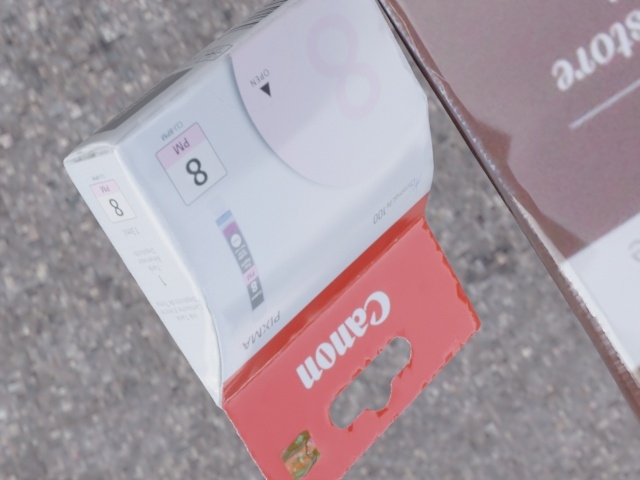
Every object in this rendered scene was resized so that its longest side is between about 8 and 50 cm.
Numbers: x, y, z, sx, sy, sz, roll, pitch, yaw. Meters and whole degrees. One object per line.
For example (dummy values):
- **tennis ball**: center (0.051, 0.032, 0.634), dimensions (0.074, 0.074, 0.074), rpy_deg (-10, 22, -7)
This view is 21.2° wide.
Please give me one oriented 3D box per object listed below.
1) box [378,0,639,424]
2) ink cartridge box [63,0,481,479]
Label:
- **box**: center (0.146, -0.062, 0.467), dimensions (0.191, 0.143, 0.381), rpy_deg (-34, 178, 10)
- **ink cartridge box**: center (0.000, 0.000, 0.892), dimensions (0.189, 0.066, 0.232), rpy_deg (-43, 107, -35)
